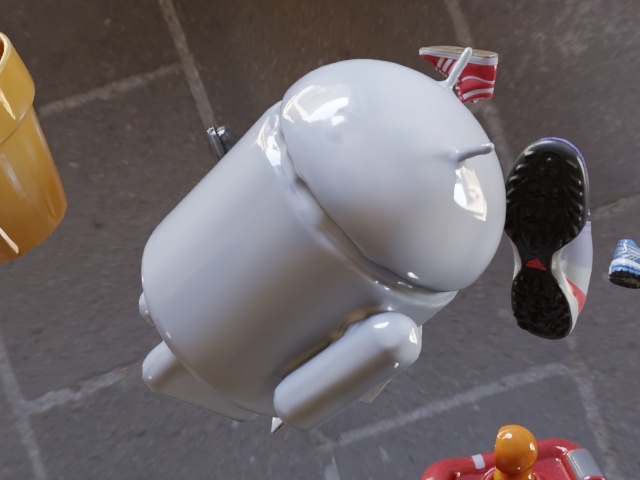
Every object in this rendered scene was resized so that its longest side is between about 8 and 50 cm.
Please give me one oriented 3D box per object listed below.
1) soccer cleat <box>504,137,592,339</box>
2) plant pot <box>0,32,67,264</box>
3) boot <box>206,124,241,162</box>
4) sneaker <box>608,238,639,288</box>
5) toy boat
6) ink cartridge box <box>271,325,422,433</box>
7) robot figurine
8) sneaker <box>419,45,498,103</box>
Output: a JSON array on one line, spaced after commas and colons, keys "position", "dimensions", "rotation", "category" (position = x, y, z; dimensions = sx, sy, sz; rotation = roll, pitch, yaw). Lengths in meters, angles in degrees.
[{"position": [0.294, -0.017, 1.434], "dimensions": [0.108, 0.318, 0.116], "rotation": [14, 47, 25], "category": "soccer cleat"}, {"position": [-0.362, -0.082, 1.175], "dimensions": [0.205, 0.205, 0.188], "rotation": [-29, 126, -2], "category": "plant pot"}, {"position": [0.015, -0.107, 1.421], "dimensions": [0.229, 0.091, 0.263], "rotation": [-42, 107, 7], "category": "boot"}, {"position": [0.399, 0.032, 1.331], "dimensions": [0.135, 0.052, 0.058], "rotation": [19, 66, -22], "category": "sneaker"}, {"position": [0.235, 0.290, 1.396], "dimensions": [0.231, 0.151, 0.151], "rotation": [-12, 122, -5], "category": "toy boat"}, {"position": [0.029, 0.026, 1.172], "dimensions": [0.066, 0.261, 0.296], "rotation": [13, 57, -14], "category": "ink cartridge box"}, {"position": [0.000, 0.000, 0.886], "dimensions": [0.200, 0.300, 0.353], "rotation": [23, 128, -36], "category": "robot figurine"}, {"position": [0.170, -0.207, 1.427], "dimensions": [0.042, 0.118, 0.067], "rotation": [-17, 115, -40], "category": "sneaker"}]
